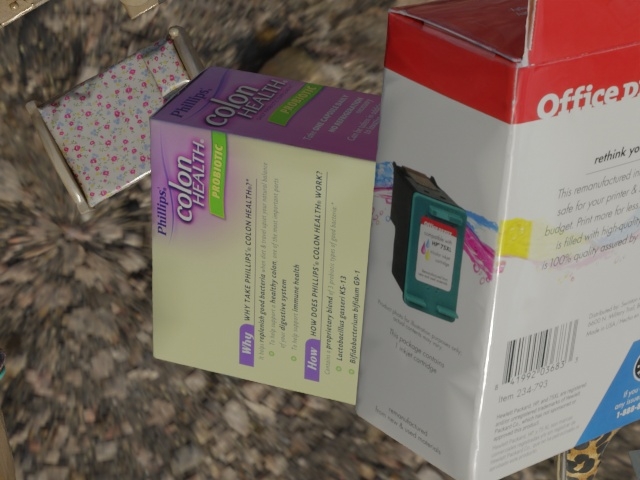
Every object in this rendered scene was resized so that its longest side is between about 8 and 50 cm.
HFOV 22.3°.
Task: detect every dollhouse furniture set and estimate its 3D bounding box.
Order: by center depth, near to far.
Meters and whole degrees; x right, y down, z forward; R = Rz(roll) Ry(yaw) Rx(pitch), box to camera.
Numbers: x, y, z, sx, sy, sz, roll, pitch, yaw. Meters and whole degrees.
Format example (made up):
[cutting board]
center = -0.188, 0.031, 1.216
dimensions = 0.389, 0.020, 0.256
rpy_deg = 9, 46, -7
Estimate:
[dollhouse furniture set]
center = -0.274, -0.133, 1.748
dimensions = 0.303, 0.174, 0.356
rpy_deg = -28, 91, 4

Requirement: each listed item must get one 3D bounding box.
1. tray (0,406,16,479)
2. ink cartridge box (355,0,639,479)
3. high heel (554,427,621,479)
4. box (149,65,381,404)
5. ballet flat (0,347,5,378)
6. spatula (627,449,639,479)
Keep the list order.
[tray]
center = -0.300, 0.022, 0.892
dimensions = 0.202, 0.076, 0.411
rpy_deg = -6, 129, -5
[ink cartridge box]
center = 0.095, -0.029, 0.666
dimensions = 0.134, 0.078, 0.231
rpy_deg = -15, 121, -36
[high heel]
center = 0.329, 0.169, 1.628
dimensions = 0.186, 0.093, 0.261
rpy_deg = 0, 125, 0
[box]
center = 0.000, 0.000, 1.265
dimensions = 0.243, 0.117, 0.214
rpy_deg = 11, 120, 16
[ballet flat]
center = -0.370, 0.101, 1.636
dimensions = 0.077, 0.221, 0.079
rpy_deg = -41, 107, -13
[spatula]
center = 0.448, 0.298, 1.780
dimensions = 0.168, 0.242, 0.019
rpy_deg = -8, 126, -2
